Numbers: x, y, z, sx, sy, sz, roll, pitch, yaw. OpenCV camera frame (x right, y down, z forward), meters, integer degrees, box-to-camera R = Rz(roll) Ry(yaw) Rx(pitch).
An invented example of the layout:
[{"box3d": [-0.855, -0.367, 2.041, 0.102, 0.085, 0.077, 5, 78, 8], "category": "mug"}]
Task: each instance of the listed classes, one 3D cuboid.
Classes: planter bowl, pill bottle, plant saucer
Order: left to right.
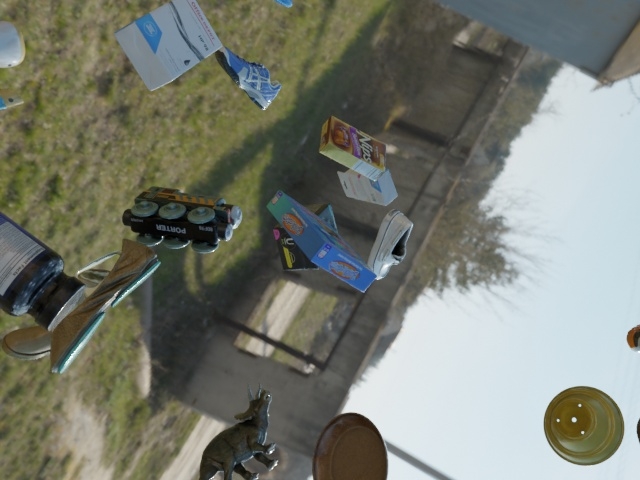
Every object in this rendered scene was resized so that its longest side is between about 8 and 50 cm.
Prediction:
[{"box3d": [-0.493, 0.043, 1.120, 0.123, 0.219, 0.123, -52, -175, 7], "category": "pill bottle"}, {"box3d": [0.064, 0.433, 1.354, 0.036, 0.198, 0.198, 19, 105, -40], "category": "plant saucer"}, {"box3d": [0.695, 0.491, 1.897, 0.090, 0.217, 0.217, 32, 87, -48], "category": "planter bowl"}]

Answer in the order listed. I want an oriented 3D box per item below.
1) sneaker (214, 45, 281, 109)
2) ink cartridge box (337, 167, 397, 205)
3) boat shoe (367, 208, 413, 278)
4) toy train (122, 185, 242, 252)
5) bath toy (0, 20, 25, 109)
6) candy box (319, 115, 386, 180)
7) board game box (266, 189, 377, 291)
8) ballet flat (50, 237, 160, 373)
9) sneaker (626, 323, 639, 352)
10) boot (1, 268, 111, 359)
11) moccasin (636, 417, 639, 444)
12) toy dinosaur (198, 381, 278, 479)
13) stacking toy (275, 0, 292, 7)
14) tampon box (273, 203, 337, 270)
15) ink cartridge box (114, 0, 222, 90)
[{"box3d": [-0.178, -0.412, 1.722, 0.081, 0.080, 0.211, -42, 140, 7], "category": "sneaker"}, {"box3d": [0.146, -0.181, 2.220, 0.061, 0.181, 0.104, -41, 126, -27], "category": "ink cartridge box"}, {"box3d": [0.201, 0.030, 2.014, 0.095, 0.084, 0.258, -35, 150, -34], "category": "boat shoe"}, {"box3d": [-0.391, -0.067, 2.007, 0.190, 0.334, 0.142, -60, 152, -55], "category": "toy train"}, {"box3d": [-0.543, -0.369, 1.056, 0.129, 0.151, 0.348, -133, -145, -71], "category": "bath toy"}, {"box3d": [0.091, -0.252, 1.926, 0.053, 0.187, 0.109, -41, -148, 44], "category": "candy box"}, {"box3d": [0.000, 0.000, 1.372, 0.160, 0.210, 0.047, 33, 101, -40], "category": "board game box"}, {"box3d": [-0.498, 0.125, 1.529, 0.342, 0.124, 0.116, -53, -175, -25], "category": "ballet flat"}, {"box3d": [0.651, 0.180, 1.185, 0.099, 0.263, 0.121, 114, -31, -76], "category": "sneaker"}, {"box3d": [-0.685, 0.189, 1.862, 0.236, 0.089, 0.269, 3, 130, -53], "category": "boot"}, {"box3d": [0.712, 0.249, 1.307, 0.147, 0.139, 0.380, -8, -153, 47], "category": "moccasin"}, {"box3d": [-0.209, 0.514, 1.723, 0.313, 0.160, 0.121, -42, 144, -18], "category": "toy dinosaur"}, {"box3d": [-0.021, -0.630, 1.386, 0.302, 0.175, 0.165, -35, -138, 15], "category": "stacking toy"}, {"box3d": [-0.035, -0.011, 1.810, 0.161, 0.101, 0.120, -48, 129, -57], "category": "tampon box"}, {"box3d": [-0.233, -0.331, 1.140, 0.060, 0.104, 0.180, -13, -153, 40], "category": "ink cartridge box"}]
